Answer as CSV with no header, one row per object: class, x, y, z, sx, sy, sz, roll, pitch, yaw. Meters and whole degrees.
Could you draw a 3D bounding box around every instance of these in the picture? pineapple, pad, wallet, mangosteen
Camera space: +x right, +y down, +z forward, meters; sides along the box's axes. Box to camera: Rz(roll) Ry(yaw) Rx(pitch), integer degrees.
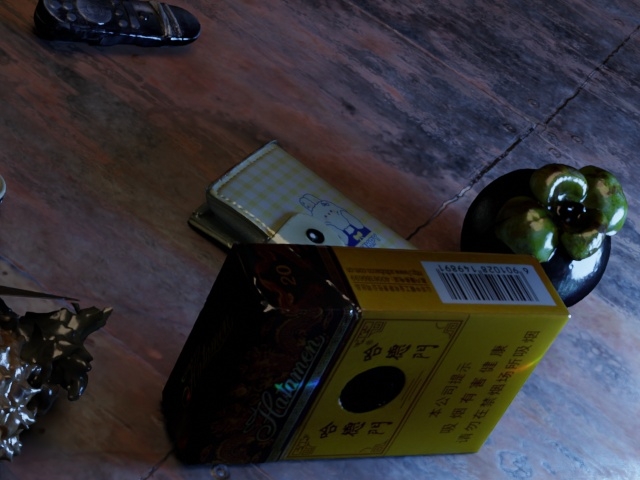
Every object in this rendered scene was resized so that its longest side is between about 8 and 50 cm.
pineapple,-0.363,0.140,1.538,0.223,0.223,0.357,39,29,16
pad,-0.400,0.046,1.622,0.235,0.003,0.158,8,-1,29
wallet,0.000,0.000,2.007,0.310,0.077,0.223,36,35,11
mangosteen,0.309,-0.010,2.060,0.243,0.243,0.243,16,39,-13

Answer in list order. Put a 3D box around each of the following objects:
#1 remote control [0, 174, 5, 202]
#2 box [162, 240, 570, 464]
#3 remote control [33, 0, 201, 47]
remote control,-0.494,-0.103,1.860,0.221,0.042,0.078,35,37,9
box,0.049,0.134,1.719,0.415,0.264,0.115,3,44,-30
remote control,-0.305,-0.322,2.220,0.266,0.066,0.090,1,58,-35
